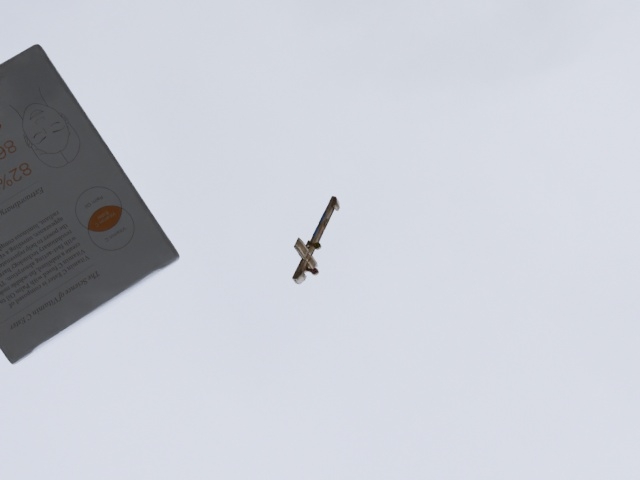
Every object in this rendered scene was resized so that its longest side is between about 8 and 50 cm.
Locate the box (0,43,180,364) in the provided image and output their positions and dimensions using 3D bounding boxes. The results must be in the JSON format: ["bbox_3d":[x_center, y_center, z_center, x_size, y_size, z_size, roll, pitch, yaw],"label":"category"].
[{"bbox_3d":[-0.197,-0.022,0.635,0.130,0.091,0.171,-33,-87,-11],"label":"box"}]

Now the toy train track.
[{"bbox_3d":[0.000,0.000,0.780,0.014,0.048,0.083,13,-115,28],"label":"toy train track"}]
